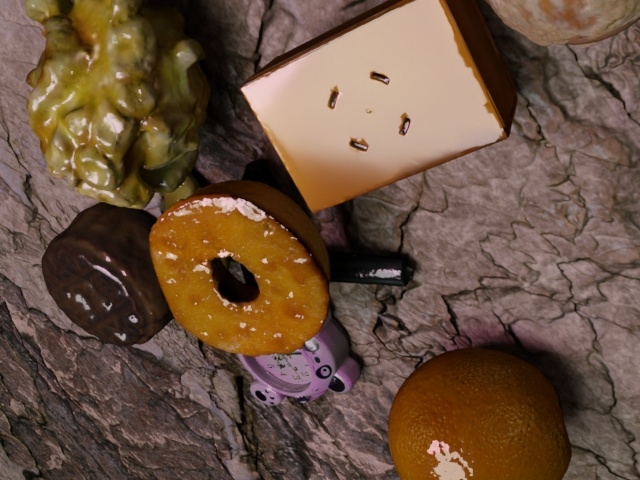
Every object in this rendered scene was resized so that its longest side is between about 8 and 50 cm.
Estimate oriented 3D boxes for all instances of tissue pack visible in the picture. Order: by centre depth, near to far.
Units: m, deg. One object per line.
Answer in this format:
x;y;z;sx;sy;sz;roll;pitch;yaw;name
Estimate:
0.075;-0.185;1.023;0.274;0.145;0.194;-20;113;28;tissue pack

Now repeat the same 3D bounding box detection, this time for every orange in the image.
0.238;0.293;1.256;0.274;0.274;0.274;21;134;23;orange

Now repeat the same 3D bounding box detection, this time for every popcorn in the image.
-0.289;-0.220;1.222;0.274;0.336;0.279;10;172;29;popcorn

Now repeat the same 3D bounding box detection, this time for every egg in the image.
0.236;-0.305;0.803;0.203;0.203;0.245;-31;96;47;egg

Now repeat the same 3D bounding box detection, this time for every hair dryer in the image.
0.000;0.000;1.328;0.302;0.116;0.244;3;126;22;hair dryer

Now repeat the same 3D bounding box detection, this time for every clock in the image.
-0.060;0.199;1.536;0.247;0.090;0.228;-8;118;40;clock

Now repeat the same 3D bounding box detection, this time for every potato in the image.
-0.223;-0.023;1.473;0.117;0.090;0.226;4;119;43;potato

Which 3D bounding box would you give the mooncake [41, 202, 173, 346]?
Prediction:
-0.404;0.074;1.639;0.290;0.161;0.290;20;135;21;mooncake

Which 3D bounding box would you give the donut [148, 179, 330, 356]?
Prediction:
-0.115;0.036;1.265;0.302;0.110;0.303;8;127;11;donut
